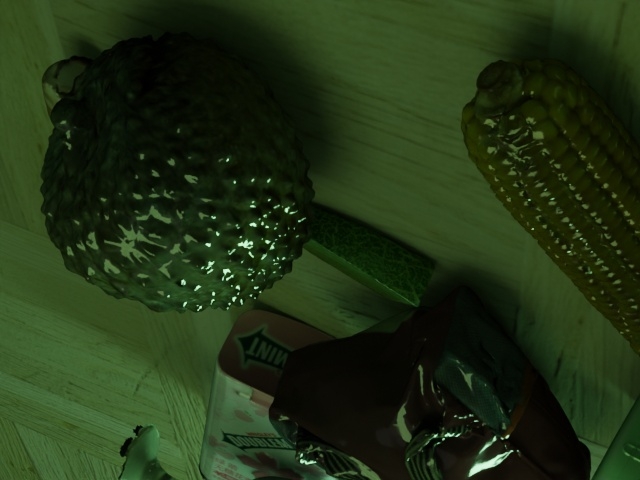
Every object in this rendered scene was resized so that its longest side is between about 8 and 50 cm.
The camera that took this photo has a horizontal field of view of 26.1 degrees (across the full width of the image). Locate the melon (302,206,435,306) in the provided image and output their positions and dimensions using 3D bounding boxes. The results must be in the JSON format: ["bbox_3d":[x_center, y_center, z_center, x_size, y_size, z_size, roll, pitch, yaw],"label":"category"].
[{"bbox_3d":[-0.001,0.000,1.445,0.261,0.053,0.114,25,168,14],"label":"melon"}]

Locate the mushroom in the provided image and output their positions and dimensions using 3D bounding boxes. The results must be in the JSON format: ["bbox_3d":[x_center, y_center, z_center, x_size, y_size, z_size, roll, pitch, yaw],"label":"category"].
[{"bbox_3d":[-0.210,-0.104,1.418,0.094,0.072,0.210,-17,123,48],"label":"mushroom"}]

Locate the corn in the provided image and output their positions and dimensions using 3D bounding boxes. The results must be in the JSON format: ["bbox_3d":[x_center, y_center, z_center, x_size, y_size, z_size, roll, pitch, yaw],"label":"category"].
[{"bbox_3d":[0.237,-0.015,1.138,0.120,0.120,0.363,-5,138,44],"label":"corn"}]

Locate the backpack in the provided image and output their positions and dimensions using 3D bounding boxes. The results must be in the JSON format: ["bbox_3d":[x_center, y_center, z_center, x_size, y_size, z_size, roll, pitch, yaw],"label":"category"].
[{"bbox_3d":[0.136,0.214,1.472,0.283,0.197,0.317,-19,128,44],"label":"backpack"}]

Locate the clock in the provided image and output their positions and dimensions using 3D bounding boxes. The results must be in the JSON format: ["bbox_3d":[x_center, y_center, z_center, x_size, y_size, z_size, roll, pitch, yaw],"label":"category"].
[{"bbox_3d":[0.319,0.224,1.382,0.066,0.159,0.211,29,156,17],"label":"clock"}]

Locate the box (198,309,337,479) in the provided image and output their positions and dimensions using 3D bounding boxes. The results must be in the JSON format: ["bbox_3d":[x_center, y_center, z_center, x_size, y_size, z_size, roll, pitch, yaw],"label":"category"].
[{"bbox_3d":[-0.048,0.234,1.752,0.190,0.112,0.370,26,151,5],"label":"box"}]

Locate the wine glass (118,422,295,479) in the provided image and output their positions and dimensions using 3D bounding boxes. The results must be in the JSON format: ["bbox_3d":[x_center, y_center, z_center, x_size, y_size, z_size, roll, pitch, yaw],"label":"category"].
[{"bbox_3d":[-0.103,0.341,1.721,0.321,0.143,0.143,17,147,15],"label":"wine glass"}]

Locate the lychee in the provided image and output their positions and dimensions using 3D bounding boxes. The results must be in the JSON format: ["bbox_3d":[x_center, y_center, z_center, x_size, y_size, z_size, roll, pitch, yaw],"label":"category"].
[{"bbox_3d":[-0.130,-0.061,1.272,0.274,0.255,0.255,19,158,-32],"label":"lychee"}]
